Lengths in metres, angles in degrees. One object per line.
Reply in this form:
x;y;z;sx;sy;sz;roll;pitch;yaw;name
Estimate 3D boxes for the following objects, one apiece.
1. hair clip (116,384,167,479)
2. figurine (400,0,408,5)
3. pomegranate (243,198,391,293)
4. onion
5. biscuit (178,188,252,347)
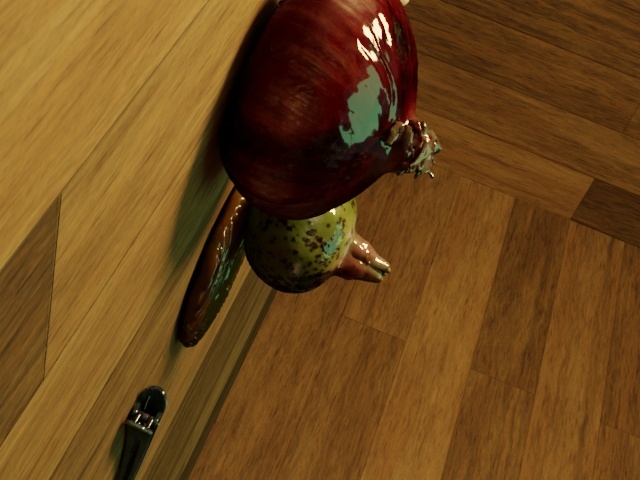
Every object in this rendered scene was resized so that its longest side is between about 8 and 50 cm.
-0.288;0.334;1.626;0.083;0.048;0.275;-71;-178;-46;hair clip
0.102;-0.454;2.185;0.200;0.133;0.276;-56;175;11;figurine
0.000;0.000;1.697;0.214;0.248;0.214;-154;-90;-88;pomegranate
0.033;-0.171;1.391;0.347;0.285;0.347;-58;167;-22;onion
-0.162;0.032;1.760;0.318;0.040;0.318;23;90;-88;biscuit
